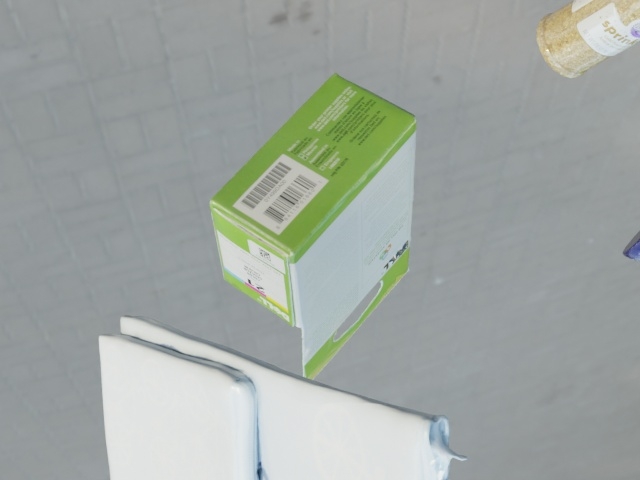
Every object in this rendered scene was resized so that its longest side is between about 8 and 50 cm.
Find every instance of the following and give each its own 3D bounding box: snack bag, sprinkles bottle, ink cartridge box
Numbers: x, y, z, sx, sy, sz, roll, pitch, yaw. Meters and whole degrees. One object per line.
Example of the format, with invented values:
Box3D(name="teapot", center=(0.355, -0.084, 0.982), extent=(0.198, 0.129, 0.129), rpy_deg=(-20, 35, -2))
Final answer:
Box3D(name="snack bag", center=(-0.040, 0.232, 0.790), extent=(0.037, 0.323, 0.342), rpy_deg=(-9, -167, -38))
Box3D(name="sprinkles bottle", center=(0.501, -0.379, 1.944), extent=(0.121, 0.121, 0.355), rpy_deg=(0, 163, -35))
Box3D(name="ink cartridge box", center=(0.000, 0.000, 1.184), extent=(0.189, 0.097, 0.255), rpy_deg=(-48, 156, -25))

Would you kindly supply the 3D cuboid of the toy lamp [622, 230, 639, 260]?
Box3D(name="toy lamp", center=(0.487, 0.081, 1.477), extent=(0.080, 0.274, 0.080), rpy_deg=(-47, 175, -6))
